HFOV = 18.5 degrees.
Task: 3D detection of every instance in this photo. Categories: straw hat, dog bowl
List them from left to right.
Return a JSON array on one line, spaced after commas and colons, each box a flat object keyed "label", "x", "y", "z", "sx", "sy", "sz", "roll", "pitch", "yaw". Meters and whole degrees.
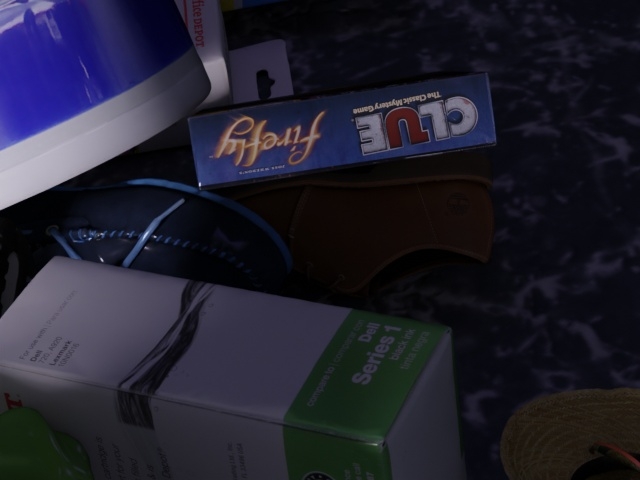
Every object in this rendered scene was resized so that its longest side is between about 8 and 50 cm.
[{"label": "dog bowl", "x": -0.202, "y": -0.082, "z": 1.113, "sx": 0.265, "sy": 0.104, "sz": 0.265, "roll": -22, "pitch": 12, "yaw": 5}, {"label": "straw hat", "x": 0.153, "y": 0.136, "z": 0.970, "sx": 0.144, "sy": 0.061, "sz": 0.144, "roll": 7, "pitch": 32, "yaw": -5}]

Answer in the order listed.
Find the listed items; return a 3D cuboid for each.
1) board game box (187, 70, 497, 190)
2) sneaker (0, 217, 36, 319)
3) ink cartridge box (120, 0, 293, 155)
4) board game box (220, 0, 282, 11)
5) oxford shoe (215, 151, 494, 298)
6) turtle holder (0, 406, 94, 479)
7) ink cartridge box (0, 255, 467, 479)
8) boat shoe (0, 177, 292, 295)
[{"label": "board game box", "x": 0.008, "y": -0.068, "z": 1.165, "sx": 0.165, "sy": 0.042, "sz": 0.243, "roll": -9, "pitch": 5, "yaw": -1}, {"label": "sneaker", "x": -0.220, "y": 0.087, "z": 1.061, "sx": 0.094, "sy": 0.081, "sz": 0.208, "roll": 2, "pitch": 63, "yaw": 17}, {"label": "ink cartridge box", "x": -0.121, "y": -0.117, "z": 1.332, "sx": 0.198, "sy": 0.067, "sz": 0.115, "roll": -9, "pitch": 38, "yaw": -1}, {"label": "board game box", "x": -0.090, "y": -0.256, "z": 1.467, "sx": 0.316, "sy": 0.064, "sz": 0.242, "roll": -8, "pitch": 38, "yaw": 13}, {"label": "oxford shoe", "x": 0.000, "y": 0.000, "z": 1.168, "sx": 0.212, "sy": 0.076, "sz": 0.076, "roll": -8, "pitch": 77, "yaw": 17}, {"label": "turtle holder", "x": -0.144, "y": 0.227, "z": 0.796, "sx": 0.227, "sy": 0.243, "sz": 0.320, "roll": 14, "pitch": 12, "yaw": -28}, {"label": "ink cartridge box", "x": -0.046, "y": 0.107, "z": 0.965, "sx": 0.219, "sy": 0.160, "sz": 0.092, "roll": 11, "pitch": 41, "yaw": 22}, {"label": "boat shoe", "x": -0.135, "y": 0.025, "z": 1.151, "sx": 0.258, "sy": 0.109, "sz": 0.089, "roll": -1, "pitch": 42, "yaw": 37}]
